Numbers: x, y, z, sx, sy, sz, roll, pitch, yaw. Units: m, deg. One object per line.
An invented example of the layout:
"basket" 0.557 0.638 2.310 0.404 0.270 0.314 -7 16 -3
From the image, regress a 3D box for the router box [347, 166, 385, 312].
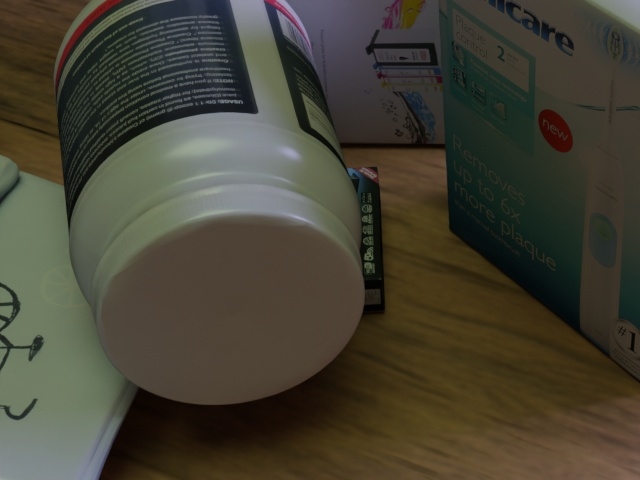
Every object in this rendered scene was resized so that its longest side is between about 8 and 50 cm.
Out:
"router box" 0.000 0.000 1.153 0.092 0.038 0.122 -4 45 4

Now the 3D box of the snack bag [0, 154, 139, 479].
"snack bag" -0.263 0.029 1.048 0.343 0.037 0.323 20 35 2

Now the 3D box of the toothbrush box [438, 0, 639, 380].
"toothbrush box" 0.194 -0.083 1.033 0.126 0.295 0.216 -31 51 -23

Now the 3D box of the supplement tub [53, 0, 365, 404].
"supplement tub" -0.078 -0.044 1.049 0.191 0.191 0.272 -11 43 -4

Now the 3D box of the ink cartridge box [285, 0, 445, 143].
"ink cartridge box" 0.065 -0.192 1.244 0.233 0.168 0.171 0 45 6
